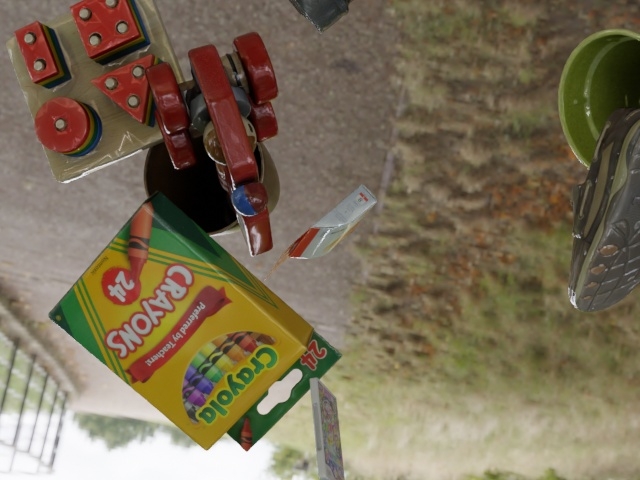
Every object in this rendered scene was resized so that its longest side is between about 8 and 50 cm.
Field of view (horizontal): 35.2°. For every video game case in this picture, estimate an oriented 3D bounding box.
[{"bbox_3d":[0.009,0.236,1.216,0.011,0.122,0.087,-12,151,12],"label":"video game case"}]

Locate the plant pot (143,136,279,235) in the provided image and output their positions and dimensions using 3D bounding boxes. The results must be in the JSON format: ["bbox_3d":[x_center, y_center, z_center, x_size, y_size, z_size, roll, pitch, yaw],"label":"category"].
[{"bbox_3d":[-0.161,-0.101,1.763,0.215,0.215,0.230,11,177,18],"label":"plant pot"}]

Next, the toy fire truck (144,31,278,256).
[{"bbox_3d":[-0.125,-0.131,1.436,0.169,0.254,0.302,-20,163,-9],"label":"toy fire truck"}]

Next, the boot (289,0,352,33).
[{"bbox_3d":[0.119,-0.425,1.073,0.146,0.445,0.367,48,-173,-32],"label":"boot"}]

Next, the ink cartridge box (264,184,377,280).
[{"bbox_3d":[0.000,0.000,1.601,0.045,0.179,0.145,45,155,3],"label":"ink cartridge box"}]

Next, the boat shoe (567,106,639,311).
[{"bbox_3d":[0.483,-0.052,1.649,0.132,0.355,0.130,4,-153,-23],"label":"boat shoe"}]

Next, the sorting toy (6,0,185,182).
[{"bbox_3d":[-0.360,-0.258,1.609,0.257,0.256,0.089,-22,175,8],"label":"sorting toy"}]

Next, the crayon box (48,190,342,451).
[{"bbox_3d":[-0.154,0.119,1.272,0.318,0.202,0.081,41,-164,-6],"label":"crayon box"}]

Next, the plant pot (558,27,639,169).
[{"bbox_3d":[0.625,-0.263,1.843,0.253,0.276,0.276,-15,-170,-30],"label":"plant pot"}]
